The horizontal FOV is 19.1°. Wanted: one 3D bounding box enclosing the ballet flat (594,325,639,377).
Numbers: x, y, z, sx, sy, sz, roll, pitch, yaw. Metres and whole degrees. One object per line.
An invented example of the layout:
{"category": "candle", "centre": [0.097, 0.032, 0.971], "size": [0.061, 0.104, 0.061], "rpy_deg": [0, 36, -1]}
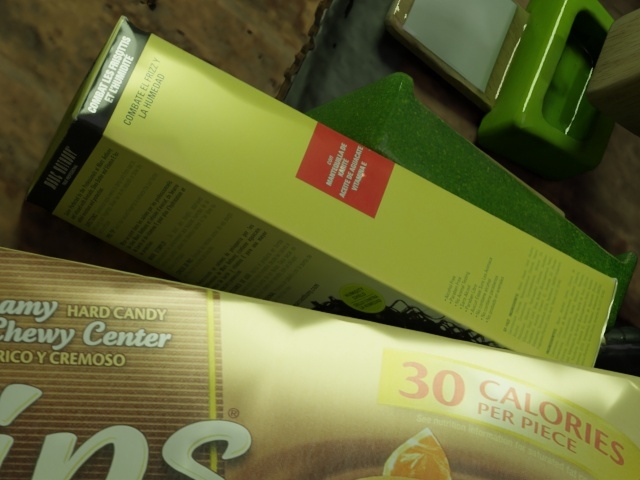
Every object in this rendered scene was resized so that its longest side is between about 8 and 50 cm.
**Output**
{"category": "ballet flat", "centre": [0.176, 0.066, 0.943], "size": [0.173, 0.057, 0.049], "rpy_deg": [6, 31, -34]}

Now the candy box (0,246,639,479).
{"category": "candy box", "centre": [-0.052, 0.113, 0.657], "size": [0.316, 0.087, 0.183], "rpy_deg": [11, 60, -4]}

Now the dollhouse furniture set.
{"category": "dollhouse furniture set", "centre": [0.141, -0.089, 0.800], "size": [0.151, 0.301, 0.197], "rpy_deg": [36, 61, -23]}

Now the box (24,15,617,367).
{"category": "box", "centre": [0.000, 0.000, 0.783], "size": [0.232, 0.087, 0.058], "rpy_deg": [28, 60, -9]}
